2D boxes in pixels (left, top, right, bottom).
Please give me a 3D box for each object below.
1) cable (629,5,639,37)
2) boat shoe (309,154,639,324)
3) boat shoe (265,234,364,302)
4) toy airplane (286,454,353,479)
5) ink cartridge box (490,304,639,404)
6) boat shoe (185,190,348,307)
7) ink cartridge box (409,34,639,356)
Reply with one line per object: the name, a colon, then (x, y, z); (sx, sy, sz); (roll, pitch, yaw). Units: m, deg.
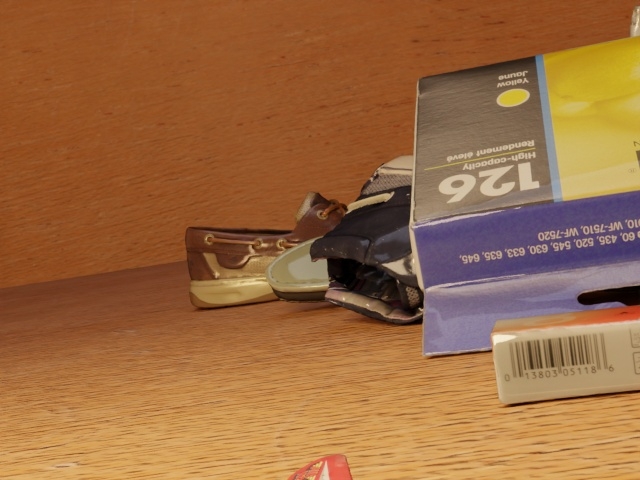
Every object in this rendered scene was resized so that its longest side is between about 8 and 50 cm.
cable: (0.386, -0.108, 1.111); (0.089, 0.257, 0.257); (1, 4, 40)
boat shoe: (0.150, 0.017, 0.990); (0.340, 0.127, 0.158); (6, 39, 42)
boat shoe: (0.056, 0.032, 1.232); (0.227, 0.069, 0.081); (-13, 43, -5)
toy airplane: (-0.031, 0.105, 0.395); (0.151, 0.028, 0.151); (-9, 1, 0)
ink cartridge box: (0.179, 0.052, 0.686); (0.145, 0.045, 0.179); (-8, 6, 12)
boat shoe: (0.000, 0.000, 1.425); (0.341, 0.123, 0.123); (-8, 3, 7)
ink cartridge box: (0.220, -0.054, 0.881); (0.303, 0.072, 0.307); (-8, 34, 11)
